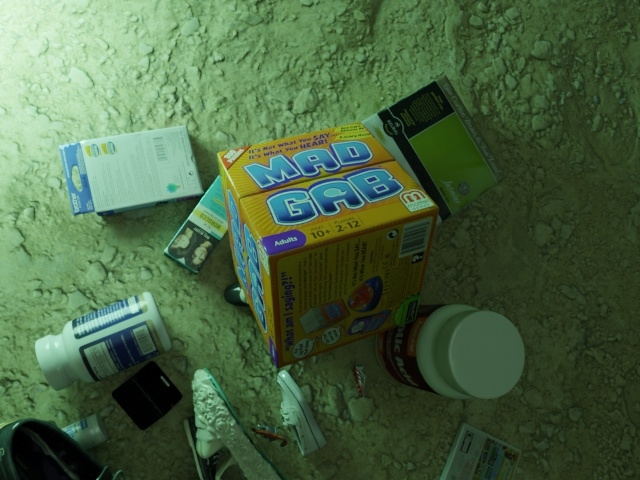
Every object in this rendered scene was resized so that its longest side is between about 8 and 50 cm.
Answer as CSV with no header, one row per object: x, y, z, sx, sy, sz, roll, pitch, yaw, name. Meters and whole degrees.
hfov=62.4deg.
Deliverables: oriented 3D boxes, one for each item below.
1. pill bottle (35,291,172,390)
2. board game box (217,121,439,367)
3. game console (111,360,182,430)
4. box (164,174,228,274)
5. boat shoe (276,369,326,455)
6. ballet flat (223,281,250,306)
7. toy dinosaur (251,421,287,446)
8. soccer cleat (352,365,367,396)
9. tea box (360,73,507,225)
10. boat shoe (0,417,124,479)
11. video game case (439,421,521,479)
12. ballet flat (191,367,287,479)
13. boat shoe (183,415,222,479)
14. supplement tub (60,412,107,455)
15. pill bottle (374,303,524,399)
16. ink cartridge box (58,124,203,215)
-0.493,0.233,1.217,0.265,0.153,0.153,-21,88,-17,pill bottle
0.000,0.000,1.209,0.356,0.356,0.356,-16,46,-17,board game box
-0.422,0.378,1.291,0.122,0.071,0.107,52,43,-4,game console
-0.290,-0.040,1.360,0.100,0.060,0.244,34,75,-9,box
-0.064,0.444,1.344,0.076,0.083,0.226,-29,92,-18,boat shoe
-0.146,0.137,1.371,0.203,0.074,0.074,3,81,-15,ballet flat
-0.126,0.496,1.331,0.082,0.090,0.047,21,93,20,toy dinosaur
0.112,0.381,1.431,0.036,0.029,0.083,-13,81,-13,soccer cleat
0.264,-0.213,1.456,0.323,0.220,0.329,-32,92,-16,tea box
-0.492,0.558,1.088,0.500,0.156,0.187,49,30,-6,boat shoe
0.444,0.659,1.487,0.206,0.026,0.227,28,75,-10,video game case
-0.206,0.498,1.242,0.147,0.147,0.409,-35,101,-17,ballet flat
-0.272,0.523,1.280,0.065,0.075,0.206,-18,82,-17,boat shoe
-0.555,0.452,1.213,0.107,0.071,0.071,-25,90,-17,supplement tub
0.304,0.269,1.309,0.224,0.392,0.224,2,81,-15,pill bottle
-0.470,-0.172,1.328,0.311,0.065,0.185,-13,86,-19,ink cartridge box
